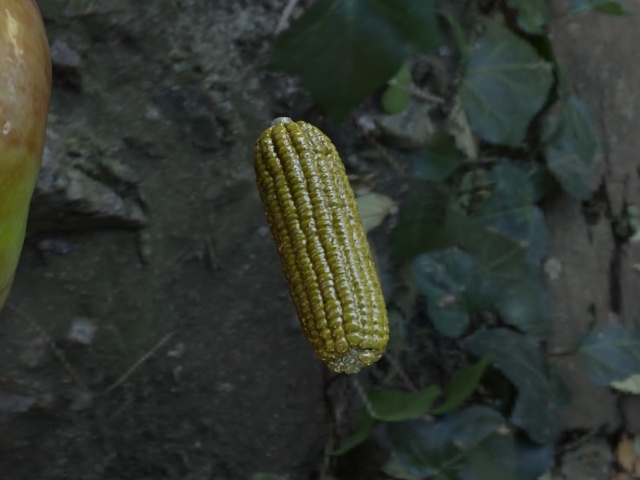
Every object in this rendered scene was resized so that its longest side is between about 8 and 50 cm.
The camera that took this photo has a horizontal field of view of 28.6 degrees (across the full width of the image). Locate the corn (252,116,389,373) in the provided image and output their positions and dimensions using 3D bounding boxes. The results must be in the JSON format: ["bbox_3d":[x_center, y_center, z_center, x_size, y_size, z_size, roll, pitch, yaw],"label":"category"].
[{"bbox_3d":[0.000,0.000,1.046,0.080,0.080,0.238,0,61,-36],"label":"corn"}]

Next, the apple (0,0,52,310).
[{"bbox_3d":[-0.380,-0.076,0.902,0.334,0.400,0.400,8,78,-29],"label":"apple"}]
